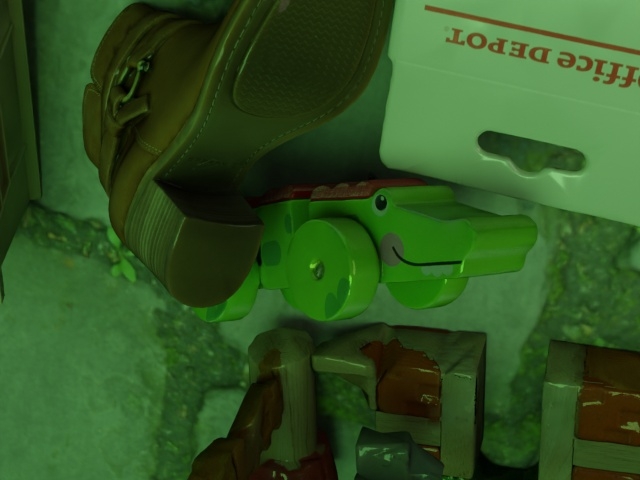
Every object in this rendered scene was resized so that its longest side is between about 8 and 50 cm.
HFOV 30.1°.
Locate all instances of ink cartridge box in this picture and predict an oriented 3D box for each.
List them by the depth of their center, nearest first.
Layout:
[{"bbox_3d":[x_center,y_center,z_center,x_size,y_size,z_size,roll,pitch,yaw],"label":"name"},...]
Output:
[{"bbox_3d":[0.163,-0.200,0.714,0.207,0.119,0.353,14,121,9],"label":"ink cartridge box"}]

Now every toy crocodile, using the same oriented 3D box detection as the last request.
[{"bbox_3d":[0.000,0.000,0.822,0.340,0.115,0.105,-5,89,52],"label":"toy crocodile"}]

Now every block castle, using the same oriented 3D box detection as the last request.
[{"bbox_3d":[0.120,0.239,0.866,0.453,0.303,0.213,6,121,14],"label":"block castle"}]

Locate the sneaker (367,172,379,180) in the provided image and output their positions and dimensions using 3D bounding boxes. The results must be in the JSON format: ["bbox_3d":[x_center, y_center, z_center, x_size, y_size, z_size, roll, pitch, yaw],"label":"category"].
[{"bbox_3d":[0.027,-0.009,0.912,0.069,0.038,0.098,32,113,0],"label":"sneaker"}]

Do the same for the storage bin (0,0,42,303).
[{"bbox_3d":[-0.354,-0.104,0.869,0.262,0.123,0.260,8,133,2],"label":"storage bin"}]

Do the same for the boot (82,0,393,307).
[{"bbox_3d":[-0.071,-0.120,0.804,0.109,0.220,0.283,8,116,-33],"label":"boot"}]
